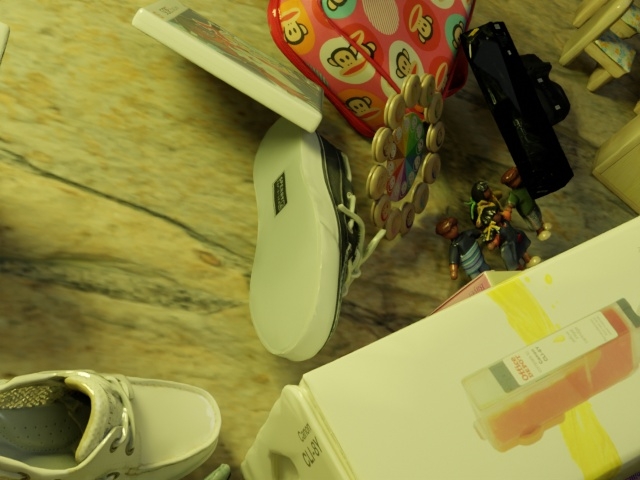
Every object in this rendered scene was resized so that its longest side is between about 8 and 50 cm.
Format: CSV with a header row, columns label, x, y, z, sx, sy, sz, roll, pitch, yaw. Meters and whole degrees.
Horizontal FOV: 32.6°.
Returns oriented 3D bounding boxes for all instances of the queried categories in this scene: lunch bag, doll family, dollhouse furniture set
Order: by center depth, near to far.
label,x,y,z,sx,sy,sz,roll,pitch,yaw
doll family,0.199,-0.013,1.259,0.111,0.076,0.193,57,34,-18
lunch bag,0.086,-0.274,1.285,0.258,0.120,0.293,43,52,-28
dollhouse furniture set,0.566,-0.229,1.591,0.362,0.256,0.394,39,42,-9

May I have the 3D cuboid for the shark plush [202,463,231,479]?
label,x,y,z,sx,sy,sz,roll,pitch,yaw
shark plush,-0.120,0.221,0.824,0.161,0.067,0.073,-12,67,-44

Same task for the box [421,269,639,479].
label,x,y,z,sx,sy,sz,roll,pitch,yaw
box,0.253,0.160,1.140,0.213,0.117,0.243,-1,59,-40

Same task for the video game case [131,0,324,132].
label,x,y,z,sx,sy,sz,roll,pitch,yaw
video game case,-0.086,-0.185,1.119,0.201,0.023,0.183,31,14,-8

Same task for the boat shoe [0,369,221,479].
label,x,y,z,sx,sy,sz,roll,pitch,yaw
boat shoe,-0.179,0.143,0.814,0.277,0.096,0.098,-2,61,-40

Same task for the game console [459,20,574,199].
label,x,y,z,sx,sy,sz,roll,pitch,yaw
game console,0.272,-0.175,1.401,0.213,0.044,0.361,65,23,-1

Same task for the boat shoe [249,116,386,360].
label,x,y,z,sx,sy,sz,roll,pitch,yaw
boat shoe,-0.003,0.002,1.060,0.105,0.113,0.306,29,29,-27

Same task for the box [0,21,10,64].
label,x,y,z,sx,sy,sz,roll,pitch,yaw
box,-0.349,-0.098,0.796,0.181,0.182,0.119,21,47,-26

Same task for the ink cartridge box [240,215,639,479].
label,x,y,z,sx,sy,sz,roll,pitch,yaw
ink cartridge box,0.155,0.141,0.863,0.384,0.279,0.160,-22,71,-21

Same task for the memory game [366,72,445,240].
label,x,y,z,sx,sy,sz,roll,pitch,yaw
memory game,0.095,-0.090,1.181,0.012,0.186,0.186,15,34,25
